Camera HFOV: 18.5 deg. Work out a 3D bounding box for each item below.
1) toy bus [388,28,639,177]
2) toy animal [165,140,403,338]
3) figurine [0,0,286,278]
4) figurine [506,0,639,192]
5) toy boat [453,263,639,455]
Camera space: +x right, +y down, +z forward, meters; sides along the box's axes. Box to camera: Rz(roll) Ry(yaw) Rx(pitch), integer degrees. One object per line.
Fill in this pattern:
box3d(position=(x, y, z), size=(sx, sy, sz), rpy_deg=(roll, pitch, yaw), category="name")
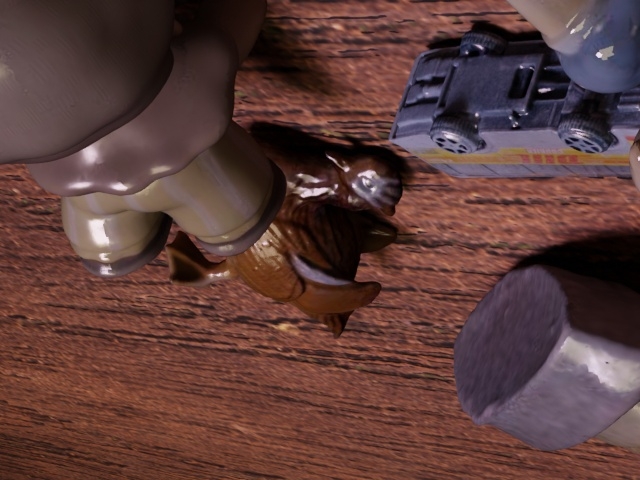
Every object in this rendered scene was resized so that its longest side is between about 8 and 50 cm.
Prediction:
box3d(position=(0.119, -0.065, 0.985), size=(0.190, 0.064, 0.075), rpy_deg=(2, 156, 47), category="toy bus")
box3d(position=(0.000, 0.000, 1.277), size=(0.179, 0.089, 0.188), rpy_deg=(-9, 138, 34), category="toy animal")
box3d(position=(-0.148, -0.102, 1.001), size=(0.248, 0.203, 0.380), rpy_deg=(9, 157, 29), category="figurine")
box3d(position=(0.208, -0.060, 0.799), size=(0.382, 0.224, 0.205), rpy_deg=(54, 174, -12), category="figurine")
box3d(position=(0.214, 0.101, 1.245), size=(0.293, 0.111, 0.276), rpy_deg=(23, 170, -24), category="toy boat")
